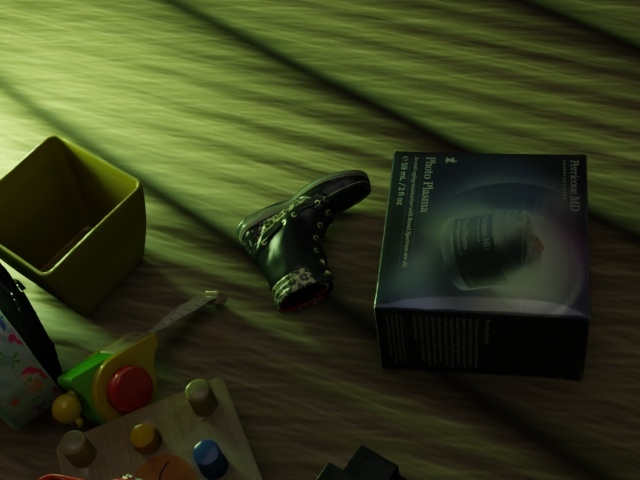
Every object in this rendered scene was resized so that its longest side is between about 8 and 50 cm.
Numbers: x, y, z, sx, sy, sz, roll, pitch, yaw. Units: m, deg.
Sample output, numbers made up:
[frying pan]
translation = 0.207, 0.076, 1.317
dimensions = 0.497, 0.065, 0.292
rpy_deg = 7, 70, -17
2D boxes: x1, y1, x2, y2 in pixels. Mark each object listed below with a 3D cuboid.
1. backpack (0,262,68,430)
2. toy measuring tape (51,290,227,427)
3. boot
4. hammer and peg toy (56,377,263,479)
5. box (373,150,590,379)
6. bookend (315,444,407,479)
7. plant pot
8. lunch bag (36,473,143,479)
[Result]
[backpack]
translation = -0.490, 0.157, 1.469
dimensions = 0.191, 0.225, 0.253
rpy_deg = -37, 53, -15
[toy measuring tape]
translation = -0.257, 0.192, 1.499
dimensions = 0.121, 0.121, 0.330
rpy_deg = 32, 44, 29
[boot]
translation = -0.001, 0.001, 1.596
dimensions = 0.236, 0.085, 0.179
rpy_deg = -26, 55, -2
[hammer and peg toy]
translation = -0.182, 0.375, 1.316
dimensions = 0.265, 0.127, 0.361
rpy_deg = -23, 56, -8
[box]
translation = 0.243, 0.030, 1.473
dimensions = 0.294, 0.183, 0.296
rpy_deg = 2, 54, 9
[bookend]
translation = 0.037, 0.326, 1.295
dimensions = 0.072, 0.157, 0.156
rpy_deg = 26, 62, 25
[plant pot]
translation = -0.402, -0.006, 1.603
dimensions = 0.212, 0.187, 0.212
rpy_deg = 28, 62, 28
[lunch bag]
translation = -0.305, 0.402, 1.180
dimensions = 0.293, 0.120, 0.258
rpy_deg = -18, 60, 11
